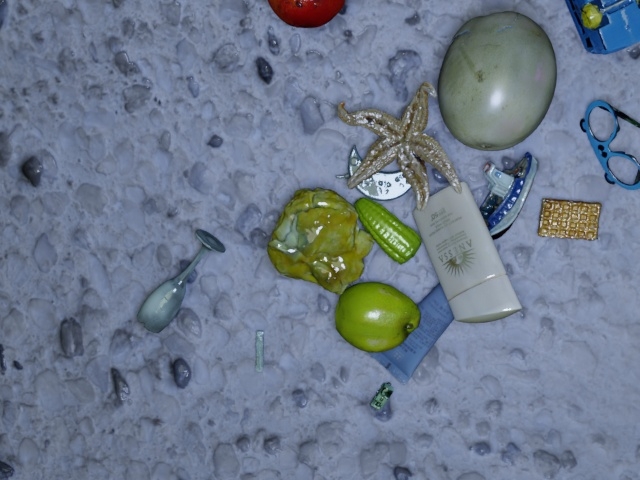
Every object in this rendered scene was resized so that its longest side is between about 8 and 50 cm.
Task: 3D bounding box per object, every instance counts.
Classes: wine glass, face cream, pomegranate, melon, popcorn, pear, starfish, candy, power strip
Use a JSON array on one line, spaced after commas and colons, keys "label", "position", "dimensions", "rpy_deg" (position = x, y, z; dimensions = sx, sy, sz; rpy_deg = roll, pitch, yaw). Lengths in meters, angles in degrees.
[{"label": "wine glass", "position": [-0.326, 0.170, 1.729], "dimensions": [0.264, 0.096, 0.309], "rpy_deg": [38, 102, 0]}, {"label": "face cream", "position": [0.355, 0.042, 1.544], "dimensions": [0.173, 0.081, 0.348], "rpy_deg": [-33, 66, 35]}, {"label": "face cream", "position": [0.293, 0.205, 1.655], "dimensions": [0.135, 0.086, 0.385], "rpy_deg": [41, 105, 11]}, {"label": "pomegranate", "position": [-0.037, -0.637, 1.521], "dimensions": [0.210, 0.210, 0.235], "rpy_deg": [-20, 70, 10]}, {"label": "melon", "position": [0.416, -0.377, 1.462], "dimensions": [0.268, 0.268, 0.330], "rpy_deg": [9, 83, 7]}, {"label": "popcorn", "position": [0.006, -0.002, 1.594], "dimensions": [0.276, 0.225, 0.276], "rpy_deg": [17, 142, 14]}, {"label": "pear", "position": [0.148, 0.201, 1.621], "dimensions": [0.219, 0.187, 0.187], "rpy_deg": [12, 100, 16]}, {"label": "starfish", "position": [0.201, -0.246, 1.546], "dimensions": [0.375, 0.094, 0.327], "rpy_deg": [26, 119, 14]}, {"label": "candy", "position": [0.170, -0.033, 1.634], "dimensions": [0.209, 0.097, 0.097], "rpy_deg": [45, 101, 5]}, {"label": "power strip", "position": [0.149, -0.174, 1.639], "dimensions": [0.216, 0.044, 0.137], "rpy_deg": [8, 100, 6]}]

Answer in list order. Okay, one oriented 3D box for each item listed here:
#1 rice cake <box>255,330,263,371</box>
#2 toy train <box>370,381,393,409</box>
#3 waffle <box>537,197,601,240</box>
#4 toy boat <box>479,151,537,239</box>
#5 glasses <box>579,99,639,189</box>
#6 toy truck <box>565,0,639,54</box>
[{"label": "rice cake", "position": [-0.172, 0.313, 1.765], "dimensions": [0.022, 0.021, 0.121], "rpy_deg": [2, 98, -2]}, {"label": "toy train", "position": [0.170, 0.430, 1.717], "dimensions": [0.033, 0.053, 0.083], "rpy_deg": [31, 100, 2]}, {"label": "waffle", "position": [0.633, -0.053, 1.588], "dimensions": [0.148, 0.042, 0.102], "rpy_deg": [5, 100, 7]}, {"label": "toy boat", "position": [0.442, -0.110, 1.567], "dimensions": [0.115, 0.114, 0.262], "rpy_deg": [19, 109, -7]}, {"label": "glasses", "position": [0.768, -0.260, 1.509], "dimensions": [0.207, 0.102, 0.239], "rpy_deg": [-30, 93, 11]}, {"label": "toy truck", "position": [0.638, -0.627, 1.446], "dimensions": [0.161, 0.162, 0.385], "rpy_deg": [-25, 95, 10]}]
